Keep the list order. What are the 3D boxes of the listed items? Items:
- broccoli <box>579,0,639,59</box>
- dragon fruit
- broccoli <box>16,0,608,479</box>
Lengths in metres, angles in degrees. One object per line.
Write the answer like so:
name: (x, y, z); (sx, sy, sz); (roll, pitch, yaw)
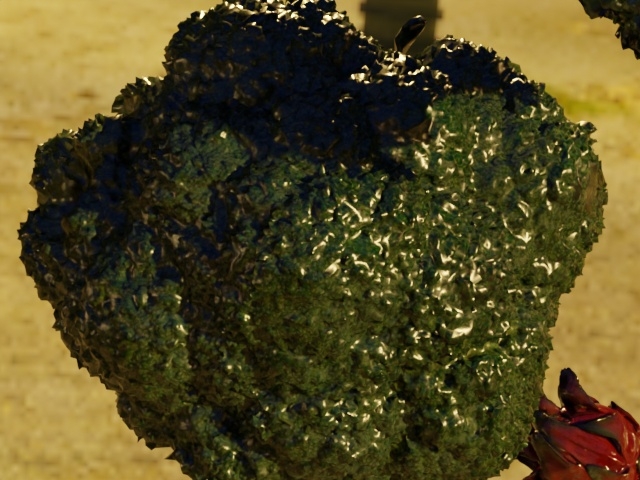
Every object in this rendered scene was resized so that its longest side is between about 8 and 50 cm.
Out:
broccoli: (0.229, -0.136, 0.848); (0.176, 0.198, 0.226); (18, -32, -18)
dragon fruit: (0.269, 0.215, 1.945); (0.142, 0.121, 0.130); (15, 43, -15)
broccoli: (0.000, 0.000, 1.096); (0.321, 0.304, 0.283); (40, 1, -5)
